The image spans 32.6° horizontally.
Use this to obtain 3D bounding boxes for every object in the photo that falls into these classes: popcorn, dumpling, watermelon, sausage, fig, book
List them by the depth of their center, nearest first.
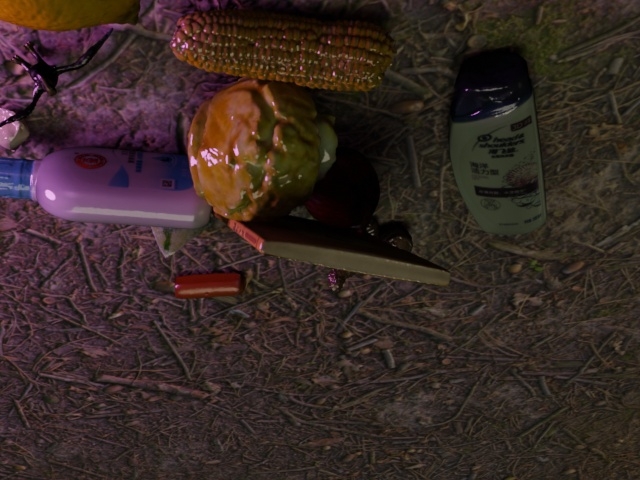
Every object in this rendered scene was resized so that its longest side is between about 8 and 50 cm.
[{"bbox_3d":[-0.087,-0.124,1.511,0.184,0.204,0.221,15,167,-37],"label":"popcorn"},{"bbox_3d":[-0.454,-0.164,1.588,0.052,0.057,0.076,-40,175,-3],"label":"dumpling"},{"bbox_3d":[0.000,0.000,1.590,0.269,0.032,0.389,10,-174,-15],"label":"book"},{"bbox_3d":[0.033,-0.077,1.648,0.128,0.128,0.150,5,-174,-10],"label":"fig"},{"bbox_3d":[-0.223,-0.026,1.745,0.098,0.121,0.158,-23,151,-7],"label":"watermelon"},{"bbox_3d":[-0.197,0.081,1.959,0.131,0.041,0.039,-4,125,3],"label":"sausage"}]

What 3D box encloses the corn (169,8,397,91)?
[{"bbox_3d":[-0.049,-0.247,1.420,0.292,0.101,0.101,3,146,-9],"label":"corn"}]

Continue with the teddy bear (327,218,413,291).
[{"bbox_3d":[0.076,0.018,1.855,0.160,0.078,0.119,-20,123,-2],"label":"teddy bear"}]

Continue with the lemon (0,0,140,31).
[{"bbox_3d":[-0.300,-0.339,1.162,0.253,0.228,0.228,12,144,-18],"label":"lemon"}]

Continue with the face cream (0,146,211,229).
[{"bbox_3d":[-0.329,-0.083,1.608,0.337,0.163,0.080,5,121,-8],"label":"face cream"}]

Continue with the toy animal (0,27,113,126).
[{"bbox_3d":[-0.366,-0.217,1.452,0.220,0.108,0.062,-42,136,-3],"label":"toy animal"}]

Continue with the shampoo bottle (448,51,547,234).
[{"bbox_3d":[0.259,-0.133,1.623,0.134,0.078,0.359,-6,147,13],"label":"shampoo bottle"}]
